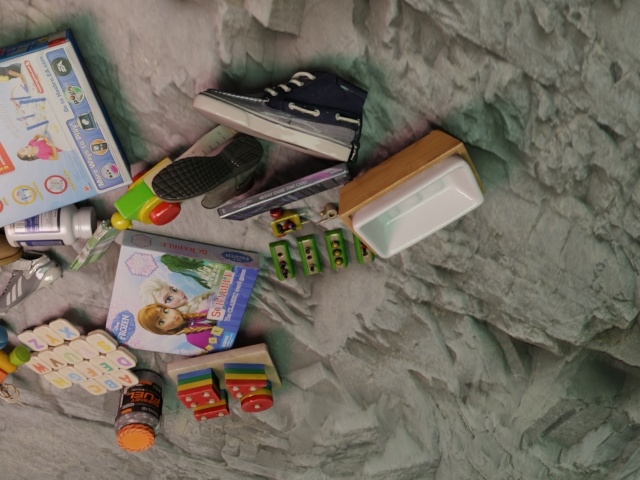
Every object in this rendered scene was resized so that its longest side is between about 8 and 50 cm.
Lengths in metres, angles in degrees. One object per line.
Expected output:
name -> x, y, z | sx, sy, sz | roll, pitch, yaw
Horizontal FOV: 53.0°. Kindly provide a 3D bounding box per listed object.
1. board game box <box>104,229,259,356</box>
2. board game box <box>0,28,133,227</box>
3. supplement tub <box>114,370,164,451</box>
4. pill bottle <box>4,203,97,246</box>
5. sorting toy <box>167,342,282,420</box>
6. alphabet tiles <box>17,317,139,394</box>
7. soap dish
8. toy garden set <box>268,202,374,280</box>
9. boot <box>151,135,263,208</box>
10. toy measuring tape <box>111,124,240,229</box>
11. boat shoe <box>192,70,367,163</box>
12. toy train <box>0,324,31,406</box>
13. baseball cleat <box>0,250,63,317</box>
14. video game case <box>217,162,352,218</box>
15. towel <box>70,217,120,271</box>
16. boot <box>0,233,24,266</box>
board game box -> -0.341, 0.143, 1.555 | 0.318, 0.066, 0.318 | 10, 124, -16
board game box -> -0.559, -0.204, 1.222 | 0.302, 0.086, 0.308 | -19, 127, -8
supplement tub -> -0.472, 0.445, 1.676 | 0.117, 0.190, 0.117 | -5, 127, -7
pill bottle -> -0.571, -0.035, 1.370 | 0.169, 0.094, 0.094 | -2, 126, -8
sorting toy -> -0.239, 0.388, 1.688 | 0.256, 0.089, 0.257 | -12, 145, 0
alphabet tiles -> -0.605, 0.301, 1.610 | 0.284, 0.021, 0.278 | -20, 128, 24
soap dish -> 0.197, -0.098, 1.396 | 0.291, 0.118, 0.229 | -30, 149, 12
toy garden set -> 0.000, 0.000, 1.517 | 0.244, 0.049, 0.203 | -12, 127, 0
boot -> -0.224, -0.106, 1.301 | 0.246, 0.083, 0.161 | -28, 162, -28
toy measuring tape -> -0.299, -0.128, 1.358 | 0.330, 0.121, 0.121 | -38, 124, -3
boat shoe -> -0.069, -0.273, 1.270 | 0.341, 0.127, 0.158 | 17, 90, -17
toy train -> -0.771, 0.310, 1.582 | 0.143, 0.105, 0.248 | -30, 125, 13
baseball cleat -> -0.690, 0.091, 1.470 | 0.206, 0.072, 0.109 | -31, 111, 8
video game case -> -0.066, -0.099, 1.362 | 0.274, 0.196, 0.026 | -18, 88, 5
towel -> -0.474, 0.002, 1.407 | 0.023, 0.113, 0.152 | 44, 114, 2
boot -> -0.745, -0.075, 1.319 | 0.236, 0.089, 0.269 | 1, 122, -18
